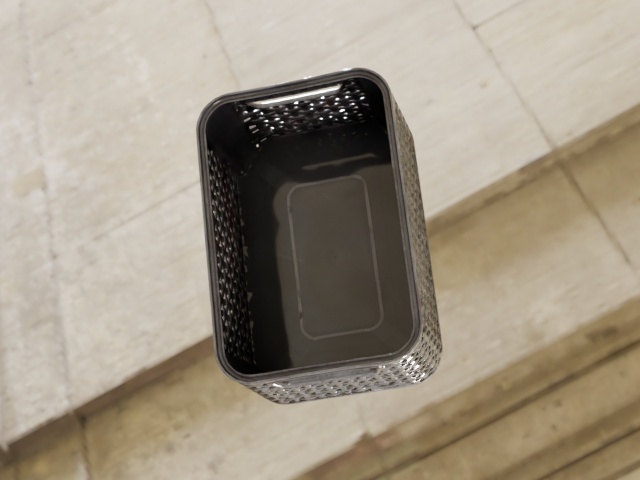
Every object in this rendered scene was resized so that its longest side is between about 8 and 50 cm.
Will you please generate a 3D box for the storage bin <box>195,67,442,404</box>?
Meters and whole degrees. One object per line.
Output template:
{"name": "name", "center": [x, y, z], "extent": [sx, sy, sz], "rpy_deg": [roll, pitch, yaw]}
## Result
{"name": "storage bin", "center": [0.000, 0.000, 0.769], "extent": [0.084, 0.122, 0.180], "rpy_deg": [48, 33, -70]}
